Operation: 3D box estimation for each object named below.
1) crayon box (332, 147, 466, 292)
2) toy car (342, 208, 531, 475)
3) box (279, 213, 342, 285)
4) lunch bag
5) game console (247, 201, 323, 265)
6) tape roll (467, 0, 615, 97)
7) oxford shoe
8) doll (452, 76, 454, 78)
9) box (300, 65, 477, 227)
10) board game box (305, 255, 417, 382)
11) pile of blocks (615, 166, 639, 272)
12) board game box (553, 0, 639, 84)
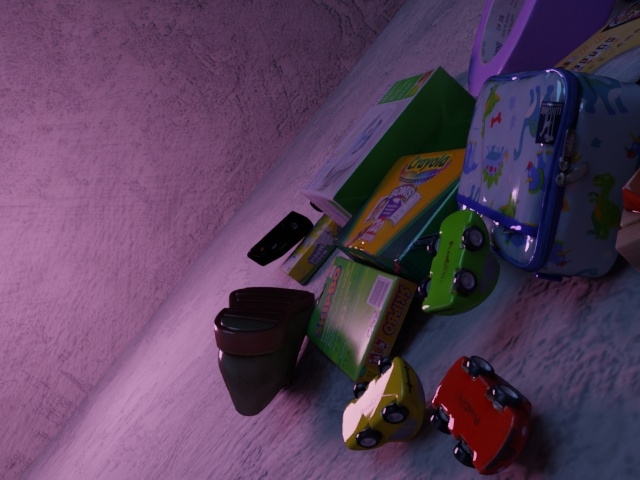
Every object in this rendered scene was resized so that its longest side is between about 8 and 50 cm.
[{"bbox_3d":[0.128,-0.027,0.873,0.165,0.081,0.278,-51,13,-6],"label":"crayon box"},{"bbox_3d":[0.114,0.082,0.588,0.239,0.053,0.225,-23,47,61],"label":"toy car"},{"bbox_3d":[0.000,0.000,1.296,0.179,0.043,0.105,-52,12,-4],"label":"box"},{"bbox_3d":[0.196,-0.063,0.622,0.219,0.090,0.176,-113,30,-75],"label":"lunch bag"},{"bbox_3d":[0.002,-0.077,1.403,0.361,0.044,0.213,-42,-3,2],"label":"game console"},{"bbox_3d":[0.288,-0.308,0.895,0.275,0.090,0.274,-163,90,-85],"label":"tape roll"},{"bbox_3d":[-0.082,0.145,0.999,0.348,0.123,0.130,-35,-53,-77],"label":"oxford shoe"},{"bbox_3d":[0.217,-0.298,1.412,0.129,0.046,0.189,-43,18,-17],"label":"doll"},{"bbox_3d":[0.116,-0.135,1.126,0.262,0.127,0.231,-51,15,-2],"label":"box"},{"bbox_3d":[0.040,0.091,0.866,0.124,0.039,0.259,-67,17,-1],"label":"board game box"},{"bbox_3d":[0.294,-0.054,0.352,0.149,0.113,0.362,-53,14,-16],"label":"pile of blocks"},{"bbox_3d":[0.349,-0.209,0.660,0.243,0.042,0.165,-39,19,6],"label":"board game box"}]
